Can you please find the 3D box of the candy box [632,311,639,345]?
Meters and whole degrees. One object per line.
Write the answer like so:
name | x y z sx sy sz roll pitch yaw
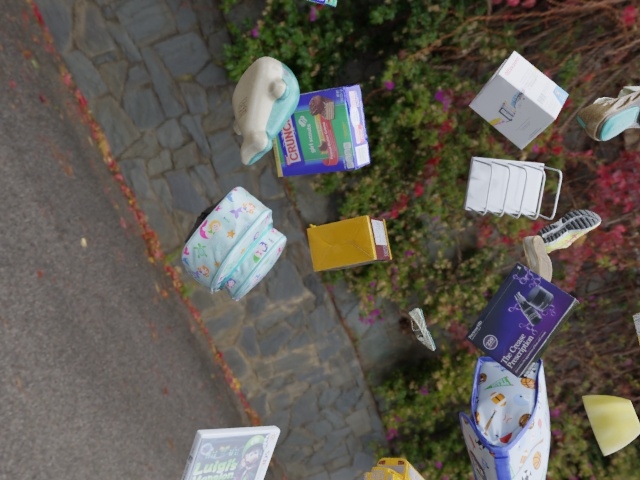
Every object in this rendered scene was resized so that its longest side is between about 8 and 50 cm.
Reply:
candy box | 0.963 0.302 1.727 0.109 0.053 0.187 40 39 -18

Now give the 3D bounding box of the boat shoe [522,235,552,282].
boat shoe | 0.661 0.061 1.844 0.059 0.063 0.170 8 -59 57

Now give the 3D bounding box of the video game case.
video game case | -0.177 0.438 1.143 0.022 0.190 0.173 23 -83 46

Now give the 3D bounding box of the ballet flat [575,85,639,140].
ballet flat | 0.809 -0.349 1.593 0.124 0.342 0.116 50 -28 42

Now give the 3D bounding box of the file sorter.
file sorter | 0.684 -0.179 2.136 0.173 0.277 0.193 -122 -143 -73

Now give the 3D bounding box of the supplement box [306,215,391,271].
supplement box | 0.090 0.012 1.805 0.194 0.191 0.129 4 75 -68

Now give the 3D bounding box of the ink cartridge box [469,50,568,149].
ink cartridge box | 0.647 -0.459 1.974 0.232 0.171 0.168 40 -37 0

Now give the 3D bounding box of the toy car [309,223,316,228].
toy car | 0.000 0.000 2.053 0.122 0.060 0.041 32 17 -28

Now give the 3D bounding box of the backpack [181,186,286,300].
backpack | -0.189 0.009 1.305 0.191 0.225 0.253 37 -14 7

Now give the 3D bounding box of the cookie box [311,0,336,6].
cookie box | -0.015 -0.565 1.373 0.107 0.091 0.040 -49 154 -66

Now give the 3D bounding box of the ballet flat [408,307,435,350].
ballet flat | 0.347 0.312 2.084 0.057 0.052 0.168 -106 174 -79

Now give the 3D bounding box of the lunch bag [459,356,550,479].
lunch bag | 0.551 0.586 1.781 0.385 0.238 0.328 -58 137 -55

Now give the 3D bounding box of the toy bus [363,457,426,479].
toy bus | 0.247 0.749 1.787 0.333 0.108 0.130 52 40 -36

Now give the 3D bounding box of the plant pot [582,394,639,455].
plant pot | 0.663 0.407 1.358 0.134 0.095 0.134 51 27 -39

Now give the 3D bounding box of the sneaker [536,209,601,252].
sneaker | 0.781 -0.025 1.901 0.094 0.208 0.082 63 6 -47

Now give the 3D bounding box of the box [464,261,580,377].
box | 0.556 0.221 1.670 0.184 0.261 0.103 37 8 33

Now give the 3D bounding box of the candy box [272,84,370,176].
candy box | -0.011 -0.367 2.038 0.122 0.317 0.268 -26 110 -54

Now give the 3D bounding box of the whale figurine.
whale figurine | -0.126 -0.304 1.448 0.141 0.216 0.272 19 57 -33
